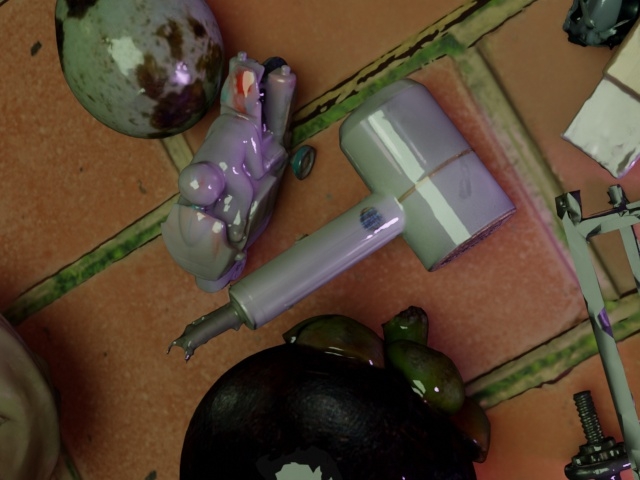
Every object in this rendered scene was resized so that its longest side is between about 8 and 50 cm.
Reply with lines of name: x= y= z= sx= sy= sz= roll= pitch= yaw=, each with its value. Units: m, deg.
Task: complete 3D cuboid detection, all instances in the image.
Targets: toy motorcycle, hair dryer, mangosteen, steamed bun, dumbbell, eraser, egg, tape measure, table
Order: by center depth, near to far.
table: x=0.352 y=0.062 z=0.840 sx=0.222 sy=0.335 sz=0.272 roll=-16 pitch=88 yaw=21
eraser: x=0.340 y=-0.213 z=0.921 sx=0.078 sy=0.144 sz=0.343 roll=37 pitch=106 yaw=10
tape measure: x=0.263 y=-0.221 z=0.977 sx=0.054 sy=0.094 sz=0.091 roll=14 pitch=99 yaw=-7
hair dryer: x=0.000 y=0.000 z=1.009 sx=0.357 sy=0.107 sz=0.173 roll=-33 pitch=80 yaw=-16
dumbbell: x=0.288 y=0.268 z=1.013 sx=0.110 sy=0.110 sz=0.255 roll=-20 pitch=81 yaw=21
mangosteen: x=0.010 y=0.215 z=1.028 sx=0.300 sy=0.300 sz=0.301 roll=2 pitch=96 yaw=21
toy motorcycle: x=-0.092 y=-0.062 z=1.085 sx=0.110 sy=0.171 sz=0.260 roll=21 pitch=104 yaw=16
egg: x=-0.194 y=-0.213 z=1.112 sx=0.169 sy=0.169 sz=0.231 roll=-35 pitch=68 yaw=20
steamed bun: x=-0.416 y=0.206 z=1.204 sx=0.394 sy=0.237 sz=0.347 roll=42 pitch=133 yaw=36
